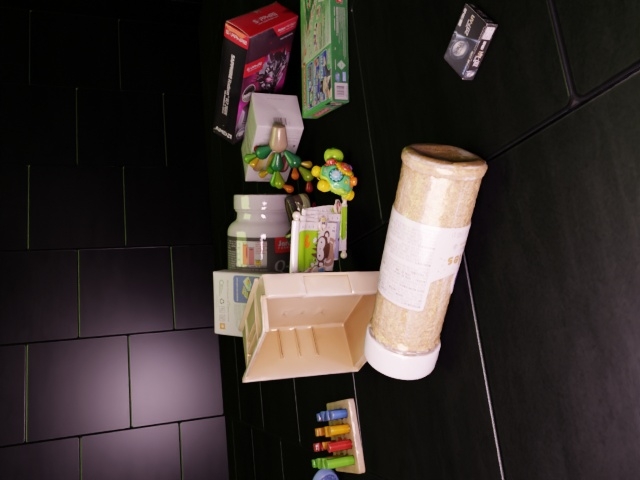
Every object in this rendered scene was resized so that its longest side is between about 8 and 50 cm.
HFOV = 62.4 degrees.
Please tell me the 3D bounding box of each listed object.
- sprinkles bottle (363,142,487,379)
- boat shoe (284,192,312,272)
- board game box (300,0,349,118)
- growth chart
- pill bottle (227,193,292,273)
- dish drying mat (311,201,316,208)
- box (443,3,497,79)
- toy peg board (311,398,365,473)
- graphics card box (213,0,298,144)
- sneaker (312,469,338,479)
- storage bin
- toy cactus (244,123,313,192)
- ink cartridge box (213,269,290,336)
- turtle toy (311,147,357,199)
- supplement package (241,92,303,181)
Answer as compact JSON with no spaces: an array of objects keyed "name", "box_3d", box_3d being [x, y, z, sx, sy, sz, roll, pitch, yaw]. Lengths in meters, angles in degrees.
[{"name":"sprinkles bottle","box_3d":[0.151,0.038,0.806,0.121,0.121,0.355,-126,39,-57]},{"name":"boat shoe","box_3d":[-0.062,-0.016,1.448,0.080,0.074,0.223,-166,70,-70]},{"name":"board game box","box_3d":[0.005,-0.471,1.273,0.213,0.046,0.317,-172,80,-71]},{"name":"growth chart","box_3d":[0.000,0.000,1.136,0.021,0.237,0.171,5,104,31]},{"name":"pill bottle","box_3d":[-0.169,0.045,1.564,0.210,0.210,0.362,-162,71,-69]},{"name":"dish drying mat","box_3d":[-0.028,-0.073,1.457,0.083,0.008,0.032,127,136,-60]},{"name":"box","box_3d":[0.213,-0.283,0.755,0.083,0.018,0.067,108,152,-44]},{"name":"toy peg board","box_3d":[0.028,0.467,1.252,0.161,0.079,0.160,132,132,-62]},{"name":"graphics card box","box_3d":[-0.199,-0.491,1.576,0.094,0.233,0.370,34,137,12]},{"name":"sneaker","box_3d":[-0.009,0.659,1.369,0.090,0.082,0.232,-133,44,-54]},{"name":"storage bin","box_3d":[-0.015,0.173,1.076,0.260,0.263,0.123,115,149,-51]},{"name":"toy cactus","box_3d":[-0.107,-0.229,1.445,0.219,0.112,0.180,27,129,28]},{"name":"ink cartridge box","box_3d":[-0.118,0.174,1.403,0.371,0.069,0.175,2,95,27]},{"name":"turtle toy","box_3d":[0.035,-0.152,1.174,0.066,0.095,0.130,-50,42,31]},{"name":"supplement package","box_3d":[-0.150,-0.301,1.582,0.244,0.139,0.133,114,150,-54]}]
